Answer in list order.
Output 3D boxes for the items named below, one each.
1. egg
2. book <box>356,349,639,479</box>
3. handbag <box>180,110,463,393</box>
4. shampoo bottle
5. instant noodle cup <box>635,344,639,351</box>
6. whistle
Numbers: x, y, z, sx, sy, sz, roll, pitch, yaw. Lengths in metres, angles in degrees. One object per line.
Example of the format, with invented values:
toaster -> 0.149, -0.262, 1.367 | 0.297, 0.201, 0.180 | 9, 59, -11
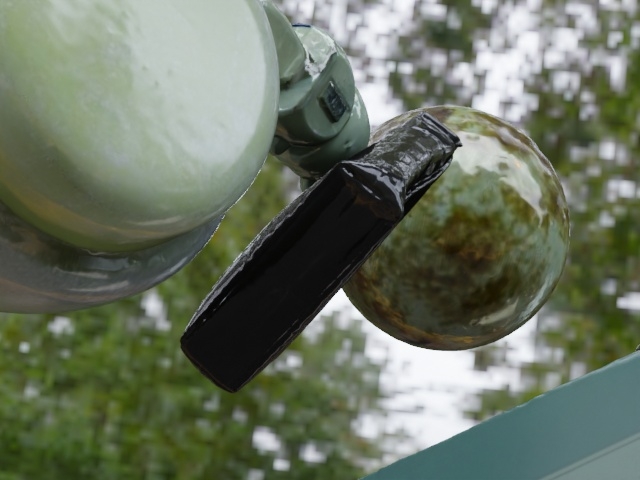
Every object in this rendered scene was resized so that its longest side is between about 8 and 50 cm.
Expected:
egg -> 0.118, -0.016, 1.945 | 0.238, 0.238, 0.289 | 14, 9, -19
book -> 0.191, 0.170, 1.180 | 0.379, 0.264, 0.031 | -27, -52, 19
handbag -> 0.000, 0.000, 1.661 | 0.080, 0.223, 0.247 | 43, -67, 0
shampoo bottle -> -0.214, -0.104, 1.478 | 0.322, 0.322, 0.317 | 22, -25, -38
instant noodle cup -> 0.295, 0.227, 1.777 | 0.193, 0.212, 0.193 | 42, -12, 11
whistle -> -0.020, -0.125, 1.677 | 0.092, 0.110, 0.244 | 24, -18, 33
